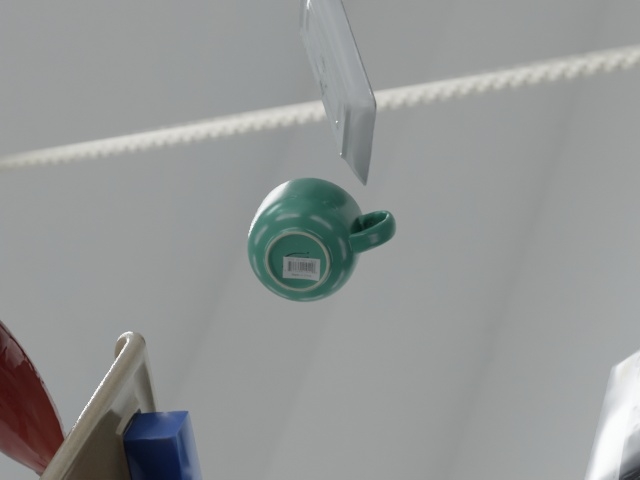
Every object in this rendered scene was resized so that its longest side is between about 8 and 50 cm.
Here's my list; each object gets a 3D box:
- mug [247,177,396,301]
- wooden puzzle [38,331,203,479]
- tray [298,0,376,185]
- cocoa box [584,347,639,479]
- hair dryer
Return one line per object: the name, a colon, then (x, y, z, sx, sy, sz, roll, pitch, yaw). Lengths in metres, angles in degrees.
mug: (-0.009, -0.003, 2.036, 0.129, 0.158, 0.097, 44, -157, -10)
wooden puzzle: (-0.136, 0.280, 1.436, 0.348, 0.080, 0.322, -75, -23, -67)
tray: (0.014, -0.206, 2.083, 0.145, 0.030, 0.270, 94, 164, -52)
cocoa box: (0.463, 0.244, 2.017, 0.231, 0.228, 0.347, 50, -154, -8)
hair dryer: (-0.309, 0.081, 1.497, 0.080, 0.223, 0.293, -42, -92, -10)
